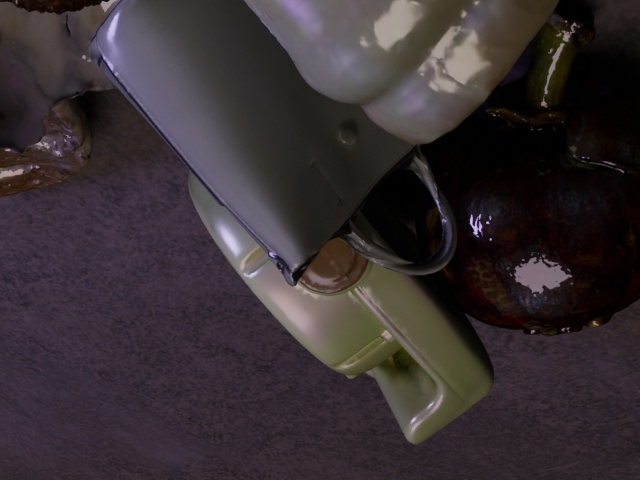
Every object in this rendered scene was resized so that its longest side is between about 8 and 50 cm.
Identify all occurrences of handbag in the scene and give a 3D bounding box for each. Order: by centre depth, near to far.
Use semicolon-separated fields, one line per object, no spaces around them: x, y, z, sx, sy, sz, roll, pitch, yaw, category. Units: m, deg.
-0.003;-0.101;0.995;0.315;0.241;0.109;44;147;0;handbag

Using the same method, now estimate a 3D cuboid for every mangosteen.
0.195;-0.060;1.111;0.231;0.231;0.289;3;106;15;mangosteen

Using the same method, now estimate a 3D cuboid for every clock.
0.000;0.000;1.173;0.117;0.286;0.348;-39;124;8;clock

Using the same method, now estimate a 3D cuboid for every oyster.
-0.291;-0.202;1.060;0.275;0.271;0.100;-9;177;-40;oyster

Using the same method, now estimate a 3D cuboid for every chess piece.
-0.059;-0.260;0.849;0.442;0.234;0.234;27;145;-17;chess piece

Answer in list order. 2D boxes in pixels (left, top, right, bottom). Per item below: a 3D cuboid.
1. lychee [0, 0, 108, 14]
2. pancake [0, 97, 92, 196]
-0.202;-0.245;0.966;0.171;0.171;0.171;9;148;6;lychee
-0.400;-0.147;1.263;0.387;0.082;0.387;14;154;7;pancake
